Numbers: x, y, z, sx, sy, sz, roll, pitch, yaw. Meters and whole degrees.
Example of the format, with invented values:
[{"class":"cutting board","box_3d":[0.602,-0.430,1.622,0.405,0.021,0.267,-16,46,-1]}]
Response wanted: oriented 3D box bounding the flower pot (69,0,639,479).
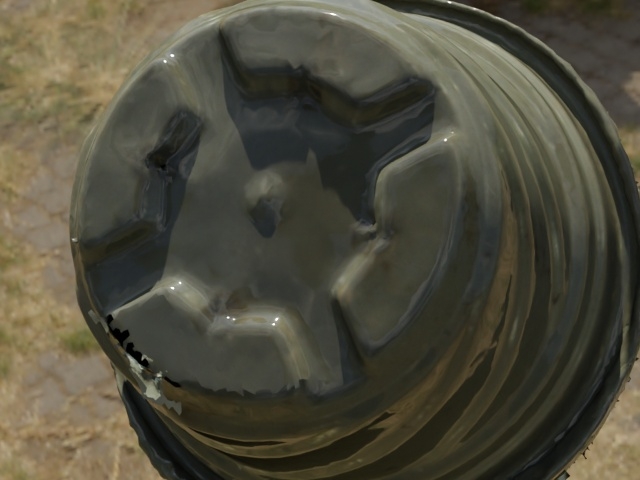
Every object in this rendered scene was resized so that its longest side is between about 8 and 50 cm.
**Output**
[{"class":"flower pot","box_3d":[0.000,0.000,0.465,0.235,0.140,0.235,-4,77,19]}]
